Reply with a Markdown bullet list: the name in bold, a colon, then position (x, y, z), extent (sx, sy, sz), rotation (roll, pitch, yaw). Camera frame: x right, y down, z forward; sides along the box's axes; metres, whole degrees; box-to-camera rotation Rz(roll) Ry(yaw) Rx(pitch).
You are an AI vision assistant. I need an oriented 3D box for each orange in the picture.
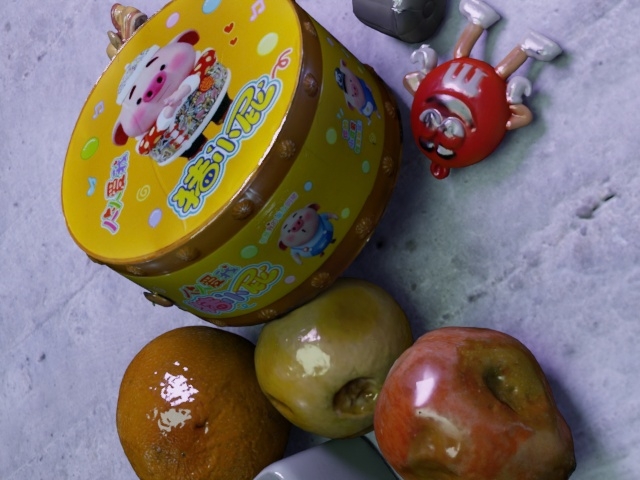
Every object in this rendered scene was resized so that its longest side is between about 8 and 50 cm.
- **orange**: position (-0.164, 0.242, 1.484), extent (0.264, 0.264, 0.264), rotation (1, 91, 38)

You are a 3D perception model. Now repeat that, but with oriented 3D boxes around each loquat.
- **loquat**: position (0.017, 0.146, 1.371), extent (0.213, 0.213, 0.213), rotation (1, 91, 38)

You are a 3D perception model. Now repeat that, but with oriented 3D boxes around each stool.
- **stool**: position (0.100, -0.309, 1.363), extent (0.110, 0.096, 0.096), rotation (26, 107, 40)

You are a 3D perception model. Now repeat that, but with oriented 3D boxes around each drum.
- **drum**: position (-0.121, -0.110, 1.365), extent (0.431, 0.214, 0.431), rotation (-21, 52, 30)

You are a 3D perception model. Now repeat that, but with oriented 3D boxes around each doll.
- **doll**: position (0.178, -0.183, 1.312), extent (0.183, 0.085, 0.217), rotation (38, 104, 30)

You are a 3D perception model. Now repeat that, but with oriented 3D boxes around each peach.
- **peach**: position (0.189, 0.215, 1.241), extent (0.235, 0.214, 0.214), rotation (30, 109, 22)

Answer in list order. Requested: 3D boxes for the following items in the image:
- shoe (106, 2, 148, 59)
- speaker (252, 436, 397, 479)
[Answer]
- **shoe**: position (-0.306, -0.326, 1.694), extent (0.069, 0.072, 0.109), rotation (35, 152, 20)
- **speaker**: position (-0.071, 0.452, 1.452), extent (0.406, 0.184, 0.183), rotation (-51, 61, 27)
